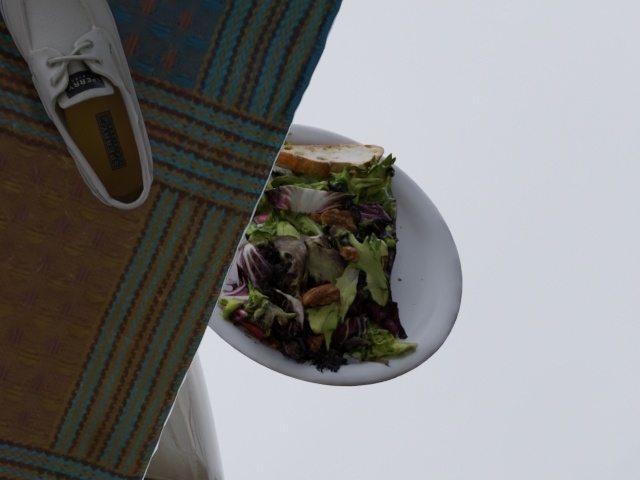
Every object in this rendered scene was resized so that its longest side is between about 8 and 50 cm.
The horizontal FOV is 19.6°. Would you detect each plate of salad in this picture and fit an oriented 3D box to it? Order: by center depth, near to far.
[{"bbox_3d":[0.000,0.000,1.155,0.200,0.200,0.048,-21,-24,-35],"label":"plate of salad"}]

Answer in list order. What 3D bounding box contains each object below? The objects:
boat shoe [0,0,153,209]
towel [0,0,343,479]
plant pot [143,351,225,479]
[{"bbox_3d":[-0.081,-0.056,0.623,0.035,0.035,0.100,-20,-72,-7],"label":"boat shoe"},{"bbox_3d":[-0.145,-0.033,0.651,0.271,0.040,0.370,17,-78,-25],"label":"towel"},{"bbox_3d":[-0.198,0.085,1.387,0.256,0.274,0.256,-3,-27,-1],"label":"plant pot"}]
